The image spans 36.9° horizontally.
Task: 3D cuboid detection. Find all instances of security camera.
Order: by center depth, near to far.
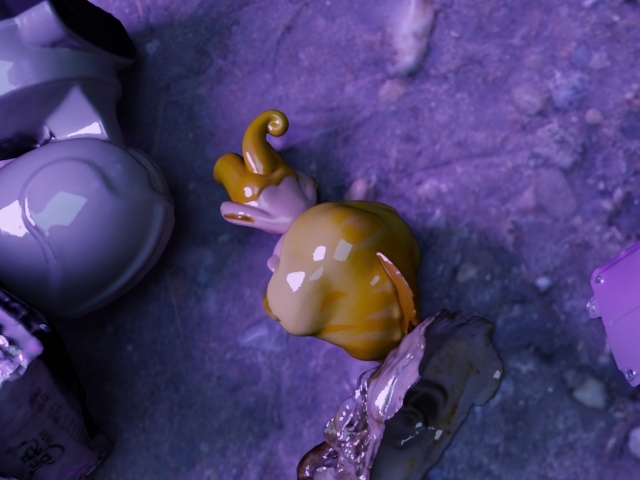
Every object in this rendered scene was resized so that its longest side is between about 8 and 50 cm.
[{"bbox_3d":[-0.244,-0.069,0.875,0.191,0.197,0.277,-26,83,11],"label":"security camera"}]

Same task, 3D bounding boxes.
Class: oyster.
[{"bbox_3d":[0.053,0.155,0.774,0.107,0.161,0.233,29,97,40],"label":"oyster"}]

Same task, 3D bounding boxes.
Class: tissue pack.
[{"bbox_3d":[-0.338,0.081,0.842,0.332,0.245,0.123,33,69,21],"label":"tissue pack"}]

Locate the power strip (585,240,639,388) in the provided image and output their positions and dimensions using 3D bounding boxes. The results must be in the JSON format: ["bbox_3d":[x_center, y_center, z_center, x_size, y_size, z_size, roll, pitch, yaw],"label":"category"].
[{"bbox_3d":[0.308,0.011,0.682,0.279,0.037,0.109,-44,45,43],"label":"power strip"}]

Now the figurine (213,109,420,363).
[{"bbox_3d":[0.000,0.000,0.824,0.156,0.131,0.246,-31,60,-27],"label":"figurine"}]
